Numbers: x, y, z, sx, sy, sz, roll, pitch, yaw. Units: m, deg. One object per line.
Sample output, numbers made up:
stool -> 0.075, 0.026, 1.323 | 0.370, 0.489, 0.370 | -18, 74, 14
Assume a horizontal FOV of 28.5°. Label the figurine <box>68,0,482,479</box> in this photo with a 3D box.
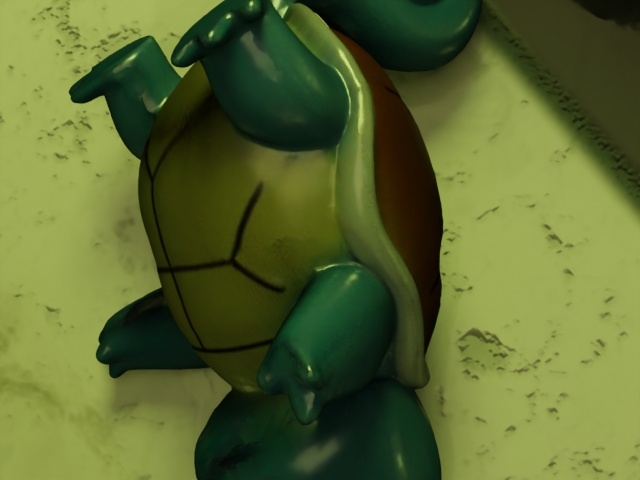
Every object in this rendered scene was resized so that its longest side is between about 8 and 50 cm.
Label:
figurine -> -0.030, -0.015, 0.739 | 0.298, 0.243, 0.416 | -4, 77, 52
